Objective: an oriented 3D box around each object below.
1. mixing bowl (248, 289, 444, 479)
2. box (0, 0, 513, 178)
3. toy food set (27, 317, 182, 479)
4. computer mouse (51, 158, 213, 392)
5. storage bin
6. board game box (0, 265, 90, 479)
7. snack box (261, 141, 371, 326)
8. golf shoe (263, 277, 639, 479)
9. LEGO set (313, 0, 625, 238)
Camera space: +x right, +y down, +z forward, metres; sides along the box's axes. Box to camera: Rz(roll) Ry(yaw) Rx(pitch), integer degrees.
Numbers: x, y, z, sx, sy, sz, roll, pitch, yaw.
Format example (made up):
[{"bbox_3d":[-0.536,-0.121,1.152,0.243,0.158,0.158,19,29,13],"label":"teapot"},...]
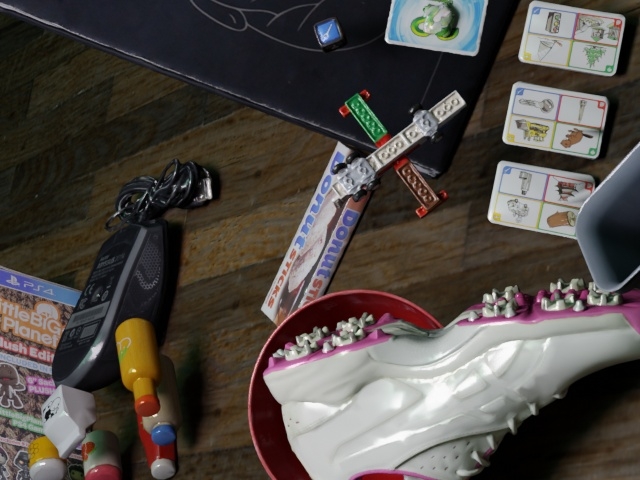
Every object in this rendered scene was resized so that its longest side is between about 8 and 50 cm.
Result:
[{"bbox_3d":[0.043,0.129,1.466,0.181,0.098,0.181,-1,87,16],"label":"mixing bowl"},{"bbox_3d":[-0.054,-0.369,1.572,0.297,0.471,0.480,32,101,60],"label":"box"},{"bbox_3d":[-0.205,0.195,1.845,0.232,0.111,0.104,-47,37,29],"label":"toy food set"},{"bbox_3d":[-0.197,0.051,1.967,0.188,0.072,0.272,-12,51,58],"label":"computer mouse"},{"bbox_3d":[0.253,-0.022,1.258,0.135,0.091,0.098,-49,37,30],"label":"storage bin"},{"bbox_3d":[-0.376,0.215,2.078,0.232,0.141,0.291,-44,40,37],"label":"board game box"},{"bbox_3d":[0.000,0.000,1.716,0.178,0.022,0.064,-65,30,10],"label":"snack box"},{"bbox_3d":[0.114,0.110,1.349,0.306,0.115,0.140,-12,94,22],"label":"golf shoe"},{"bbox_3d":[0.106,-0.105,1.467,0.060,0.244,0.182,42,-121,-77],"label":"LEGO set"}]
